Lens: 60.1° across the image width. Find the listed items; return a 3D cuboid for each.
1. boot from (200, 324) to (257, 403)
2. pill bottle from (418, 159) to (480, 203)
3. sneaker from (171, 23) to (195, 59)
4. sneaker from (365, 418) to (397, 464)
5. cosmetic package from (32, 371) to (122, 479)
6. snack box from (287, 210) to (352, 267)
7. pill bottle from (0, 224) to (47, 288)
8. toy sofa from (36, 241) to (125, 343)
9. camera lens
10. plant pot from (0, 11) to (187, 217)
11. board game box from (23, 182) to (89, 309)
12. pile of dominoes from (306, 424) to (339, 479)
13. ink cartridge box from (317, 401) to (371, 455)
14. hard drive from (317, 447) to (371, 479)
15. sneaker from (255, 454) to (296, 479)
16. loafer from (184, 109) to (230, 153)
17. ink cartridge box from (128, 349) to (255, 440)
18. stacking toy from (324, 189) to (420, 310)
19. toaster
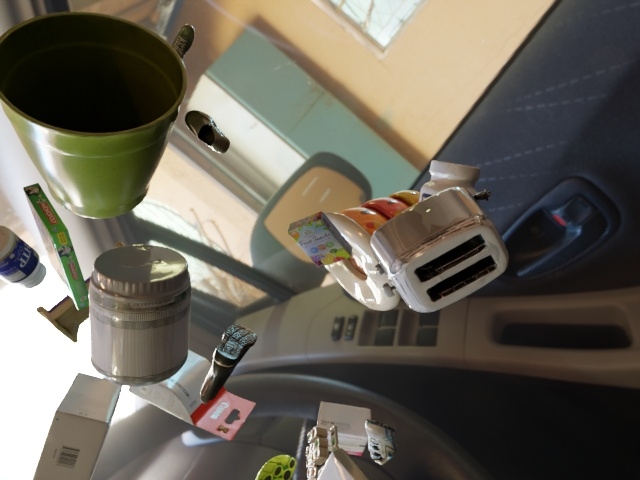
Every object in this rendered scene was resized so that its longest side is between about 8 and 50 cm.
[{"bbox_3d":[-0.228,0.292,1.331,0.137,0.076,0.198,-64,-10,15],"label":"boot"},{"bbox_3d":[0.324,-0.067,1.429,0.153,0.153,0.265,-79,-2,-79],"label":"pill bottle"},{"bbox_3d":[-0.520,-0.694,2.024,0.192,0.064,0.086,-50,26,25],"label":"sneaker"},{"bbox_3d":[0.174,0.593,1.622,0.086,0.085,0.237,-60,-32,-29],"label":"sneaker"},{"bbox_3d":[-0.643,0.513,1.479,0.225,0.138,0.224,-131,61,-73],"label":"cosmetic package"},{"bbox_3d":[0.000,0.000,1.362,0.100,0.141,0.037,-21,37,27],"label":"snack box"},{"bbox_3d":[-0.823,0.052,1.480,0.112,0.112,0.187,-52,-25,-20],"label":"pill bottle"},{"bbox_3d":[-0.821,0.170,1.984,0.362,0.177,0.150,-44,-27,-19],"label":"toy sofa"},{"bbox_3d":[-0.408,0.172,1.257,0.219,0.219,0.274,-62,-18,-66],"label":"camera lens"},{"bbox_3d":[-0.499,-0.242,1.230,0.366,0.366,0.353,-54,-6,-38],"label":"plant pot"},{"bbox_3d":[-0.737,0.023,1.555,0.046,0.213,0.317,-27,-34,-30],"label":"board game box"},{"bbox_3d":[-0.006,0.654,1.539,0.196,0.040,0.251,-56,26,39],"label":"pile of dominoes"},{"bbox_3d":[0.074,0.644,1.882,0.237,0.172,0.100,93,-174,-55],"label":"ink cartridge box"},{"bbox_3d":[0.039,0.627,1.167,0.040,0.203,0.308,2,-61,-46],"label":"hard drive"},{"bbox_3d":[-0.196,0.904,1.989,0.295,0.109,0.123,-52,-18,-21],"label":"sneaker"},{"bbox_3d":[-0.271,-0.262,1.296,0.056,0.148,0.050,-53,-22,9],"label":"loafer"},{"bbox_3d":[-0.426,0.521,1.944,0.308,0.385,0.091,-36,-31,-78],"label":"ink cartridge box"},{"bbox_3d":[0.251,-0.047,1.723,0.480,0.351,0.350,-38,0,-22],"label":"stacking toy"},{"bbox_3d":[0.194,0.012,0.871,0.227,0.129,0.146,-29,24,8],"label":"toaster"}]
